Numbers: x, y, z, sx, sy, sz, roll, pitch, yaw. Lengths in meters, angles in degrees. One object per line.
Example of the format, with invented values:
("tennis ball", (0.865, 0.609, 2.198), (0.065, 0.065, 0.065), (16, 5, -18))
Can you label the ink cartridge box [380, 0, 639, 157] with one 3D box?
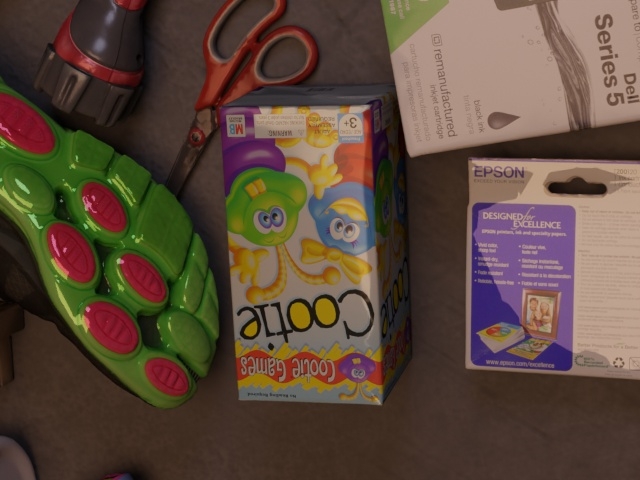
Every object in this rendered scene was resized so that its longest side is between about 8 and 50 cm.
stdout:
("ink cartridge box", (0.202, -0.196, 1.330), (0.273, 0.115, 0.198), (-8, 98, 17))

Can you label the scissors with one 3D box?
("scissors", (-0.119, -0.125, 1.489), (0.109, 0.021, 0.297), (44, 110, 1))

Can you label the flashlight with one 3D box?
("flashlight", (-0.172, -0.261, 1.431), (0.103, 0.103, 0.304), (31, 108, 9))

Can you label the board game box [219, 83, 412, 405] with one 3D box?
("board game box", (0.000, 0.000, 1.403), (0.144, 0.142, 0.275), (0, 104, 14))

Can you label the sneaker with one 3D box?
("sneaker", (-0.294, -0.020, 1.492), (0.483, 0.185, 0.202), (43, 148, -1))

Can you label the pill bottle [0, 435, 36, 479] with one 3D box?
("pill bottle", (-0.429, 0.283, 1.593), (0.229, 0.131, 0.131), (-9, 98, 17))

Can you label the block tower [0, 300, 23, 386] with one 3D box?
("block tower", (-0.487, 0.110, 1.599), (0.336, 0.091, 0.097), (1, 102, 16))

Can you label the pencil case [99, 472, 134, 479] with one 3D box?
("pencil case", (-0.181, 0.353, 1.558), (0.104, 0.104, 0.236), (-31, 93, 19))

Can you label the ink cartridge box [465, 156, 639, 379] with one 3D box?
("ink cartridge box", (0.240, 0.023, 1.398), (0.206, 0.045, 0.208), (3, 102, 16))
